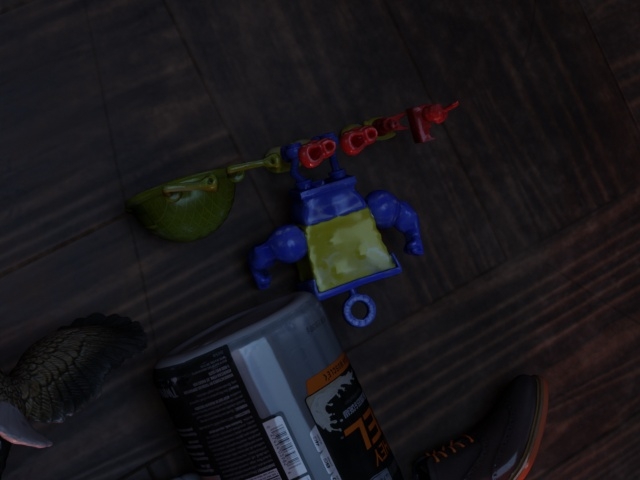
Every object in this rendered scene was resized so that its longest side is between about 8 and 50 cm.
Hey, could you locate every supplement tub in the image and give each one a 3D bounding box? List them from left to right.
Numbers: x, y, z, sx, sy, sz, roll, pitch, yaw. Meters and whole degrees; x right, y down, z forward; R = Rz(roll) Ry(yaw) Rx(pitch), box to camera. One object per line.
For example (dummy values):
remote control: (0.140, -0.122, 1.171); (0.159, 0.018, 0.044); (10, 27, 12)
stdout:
supplement tub: (-0.027, 0.229, 1.365); (0.194, 0.193, 0.316); (-27, 95, -21)

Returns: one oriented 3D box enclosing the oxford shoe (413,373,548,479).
oxford shoe: (0.169, 0.256, 1.493); (0.098, 0.097, 0.271); (35, 74, -9)

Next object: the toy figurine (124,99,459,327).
toy figurine: (0.000, 0.000, 1.409); (0.363, 0.191, 0.217); (-19, 97, -21)

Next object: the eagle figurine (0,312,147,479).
eagle figurine: (-0.306, 0.128, 1.232); (0.225, 0.226, 0.298); (-2, 52, 18)

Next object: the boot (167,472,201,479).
boot: (-0.131, 0.370, 1.354); (0.123, 0.095, 0.258); (-17, 83, -23)
